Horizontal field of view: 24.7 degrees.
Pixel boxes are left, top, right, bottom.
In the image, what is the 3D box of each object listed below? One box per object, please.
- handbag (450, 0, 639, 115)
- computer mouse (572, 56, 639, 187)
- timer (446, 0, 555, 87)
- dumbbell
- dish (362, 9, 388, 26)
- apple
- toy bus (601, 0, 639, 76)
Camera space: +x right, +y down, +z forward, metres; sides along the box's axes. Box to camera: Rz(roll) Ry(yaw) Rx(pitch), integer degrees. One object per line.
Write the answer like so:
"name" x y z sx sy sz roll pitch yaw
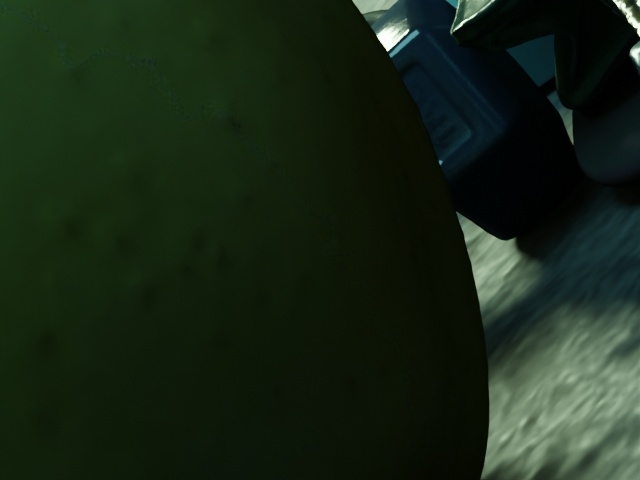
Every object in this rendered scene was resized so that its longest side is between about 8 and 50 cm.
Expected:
"handbag" 0.186 -0.241 0.851 0.238 0.089 0.326 -48 16 36
"computer mouse" 0.205 -0.119 0.843 0.120 0.057 0.232 -32 22 39
"timer" 0.205 -0.232 1.057 0.250 0.091 0.232 -31 21 26
"dumbbell" 0.000 0.000 0.915 0.325 0.160 0.144 -43 47 16
"dish" 0.022 -0.112 1.122 0.246 0.078 0.224 -31 28 -7
"apple" -0.157 0.034 0.669 0.473 0.473 0.473 -41 17 16
"toy bus" 0.205 -0.078 0.513 0.162 0.194 0.323 -42 20 17
